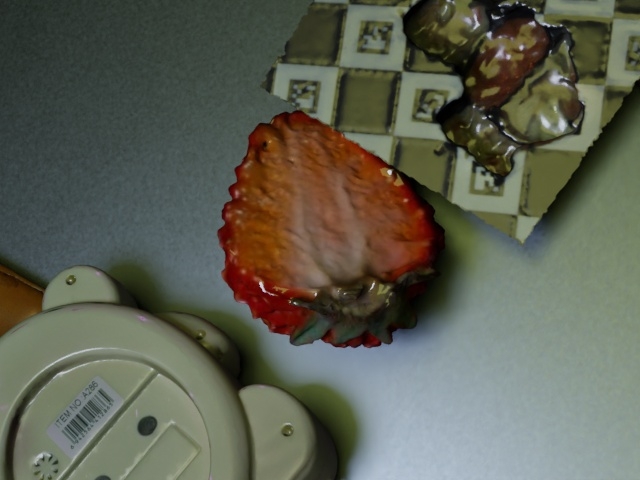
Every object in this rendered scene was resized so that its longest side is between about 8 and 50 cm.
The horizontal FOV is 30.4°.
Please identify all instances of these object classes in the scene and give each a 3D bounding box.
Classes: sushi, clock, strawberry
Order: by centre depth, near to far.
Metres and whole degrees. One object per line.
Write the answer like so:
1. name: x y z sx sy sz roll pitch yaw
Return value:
1. clock: -0.174 0.188 1.012 0.309 0.114 0.284 37 83 24
2. strawberry: 0.000 0.000 1.021 0.190 0.111 0.236 -5 50 -11
3. sushi: 0.138 -0.183 1.029 0.292 0.059 0.294 35 92 17

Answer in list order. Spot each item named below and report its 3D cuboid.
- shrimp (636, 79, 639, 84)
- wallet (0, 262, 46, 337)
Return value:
1. shrimp: 0.314 -0.210 0.996 0.161 0.049 0.166 -11 76 18
2. wallet: -0.349 0.112 1.140 0.161 0.042 0.195 27 85 17
